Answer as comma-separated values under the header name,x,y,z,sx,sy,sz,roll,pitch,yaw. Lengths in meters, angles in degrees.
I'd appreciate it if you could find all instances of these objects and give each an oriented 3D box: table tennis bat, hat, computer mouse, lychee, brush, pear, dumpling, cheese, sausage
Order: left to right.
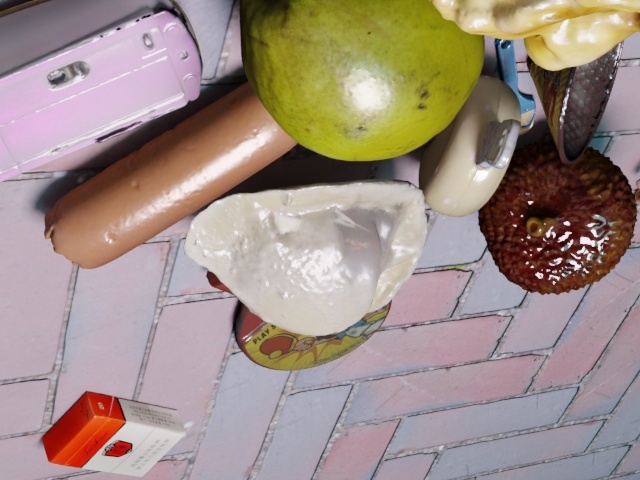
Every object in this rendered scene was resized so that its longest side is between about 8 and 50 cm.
name,x,y,z,sx,sy,sz,roll,pitch,yaw
computer mouse,-0.258,-0.131,1.159,0.310,0.072,0.158,-24,142,-5
sausage,-0.146,-0.066,1.297,0.289,0.086,0.086,-32,143,4
table tennis bat,-0.030,0.079,1.587,0.200,0.038,0.310,-41,145,16
dumpling,0.003,0.005,1.382,0.227,0.175,0.243,-37,173,32
pear,0.034,-0.178,1.173,0.212,0.212,0.269,-40,148,16
cheese,0.162,-0.083,1.366,0.071,0.249,0.163,20,111,-7
brush,0.214,-0.172,1.450,0.051,0.014,0.164,-26,142,-3
lychee,0.278,-0.030,1.524,0.194,0.194,0.194,-17,142,-14
hat,0.265,-0.185,1.417,0.193,0.082,0.193,-47,147,-45

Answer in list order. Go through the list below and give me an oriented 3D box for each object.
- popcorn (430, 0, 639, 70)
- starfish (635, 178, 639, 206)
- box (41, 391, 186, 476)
name,x,y,z,sx,sy,sz,roll,pitch,yaw
popcorn,0.221,-0.328,0.987,0.354,0.344,0.390,24,100,-2
starfish,0.515,-0.115,1.665,0.238,0.071,0.216,-28,149,-9
box,-0.261,0.248,1.639,0.152,0.048,0.100,22,120,-43
